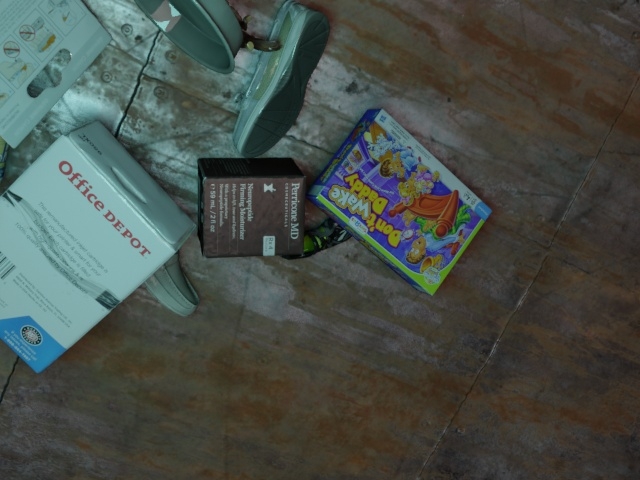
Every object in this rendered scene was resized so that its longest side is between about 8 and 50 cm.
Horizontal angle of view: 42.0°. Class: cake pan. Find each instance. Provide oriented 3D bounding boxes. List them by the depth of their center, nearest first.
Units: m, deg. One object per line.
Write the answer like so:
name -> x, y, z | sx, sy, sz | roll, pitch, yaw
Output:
cake pan -> -0.249, -0.423, 1.495 | 0.293, 0.293, 0.054 | 46, 77, -21

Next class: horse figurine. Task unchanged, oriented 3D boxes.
horse figurine -> -0.192, -0.440, 1.564 | 0.066, 0.174, 0.263 | -47, 118, -3

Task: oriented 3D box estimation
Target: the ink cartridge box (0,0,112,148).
ink cartridge box -> -0.599, -0.399, 1.463 | 0.385, 0.091, 0.308 | 50, 60, -33

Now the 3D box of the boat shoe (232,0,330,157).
boat shoe -> -0.093, -0.318, 1.662 | 0.118, 0.103, 0.320 | 3, 117, -55

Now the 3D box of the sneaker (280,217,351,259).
sneaker -> 0.000, 0.000, 1.791 | 0.188, 0.078, 0.067 | -21, 110, -7

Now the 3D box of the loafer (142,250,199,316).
loafer -> -0.337, 0.016, 1.706 | 0.111, 0.112, 0.319 | -30, 111, 8

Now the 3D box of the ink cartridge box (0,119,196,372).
ink cartridge box -> -0.478, 0.011, 1.575 | 0.395, 0.166, 0.285 | -39, 100, 17

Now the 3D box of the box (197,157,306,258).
box -> -0.144, -0.070, 1.689 | 0.203, 0.167, 0.168 | -2, 108, -12

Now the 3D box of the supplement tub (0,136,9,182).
supplement tub -> -0.648, -0.208, 1.545 | 0.144, 0.144, 0.200 | 13, 105, -16

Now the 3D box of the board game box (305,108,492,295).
board game box -> 0.170, -0.079, 1.774 | 0.347, 0.078, 0.233 | 39, 82, -21
